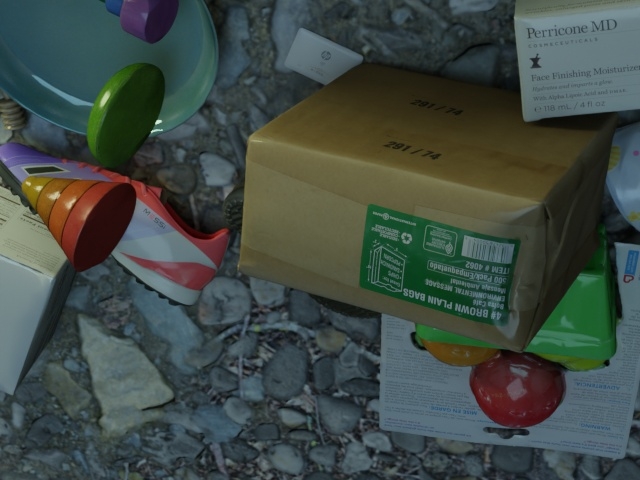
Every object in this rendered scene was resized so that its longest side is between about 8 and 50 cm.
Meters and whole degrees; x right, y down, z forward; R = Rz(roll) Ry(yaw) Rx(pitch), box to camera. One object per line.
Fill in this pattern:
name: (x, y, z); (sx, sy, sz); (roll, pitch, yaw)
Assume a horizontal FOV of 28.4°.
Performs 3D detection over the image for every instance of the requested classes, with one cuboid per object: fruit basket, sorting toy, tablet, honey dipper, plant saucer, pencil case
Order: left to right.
honey dipper: (-0.396, -0.215, 1.564); (0.030, 0.030, 0.160); (-4, 114, 13)
sorting toy: (-0.268, -0.144, 1.452); (0.126, 0.127, 0.365); (28, 119, 16)
plant saucer: (-0.267, -0.253, 1.472); (0.318, 0.043, 0.317); (8, 135, 8)
tablet: (0.004, -0.212, 1.499); (0.083, 0.006, 0.054); (24, 119, -3)
fruit basket: (0.238, 0.125, 1.574); (0.327, 0.165, 0.353); (5, 134, 9)
pencil case: (0.444, -0.112, 1.405); (0.273, 0.113, 0.124); (-27, 101, 22)

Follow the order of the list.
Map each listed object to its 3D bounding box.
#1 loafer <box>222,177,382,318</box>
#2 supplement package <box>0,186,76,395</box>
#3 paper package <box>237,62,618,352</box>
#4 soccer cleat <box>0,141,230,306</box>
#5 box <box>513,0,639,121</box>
loafer: (0.000, 0.000, 1.564); (0.102, 0.092, 0.268); (-14, 133, 46)
supplement package: (-0.466, 0.040, 1.647); (0.262, 0.145, 0.204); (25, 119, -2)
paper package: (0.118, -0.050, 1.347); (0.325, 0.309, 0.168); (15, 119, 22)
soccer cleat: (-0.264, -0.045, 1.598); (0.318, 0.108, 0.116); (35, 99, -7)
box: (0.300, -0.219, 1.336); (0.181, 0.182, 0.119); (-5, 117, 14)
